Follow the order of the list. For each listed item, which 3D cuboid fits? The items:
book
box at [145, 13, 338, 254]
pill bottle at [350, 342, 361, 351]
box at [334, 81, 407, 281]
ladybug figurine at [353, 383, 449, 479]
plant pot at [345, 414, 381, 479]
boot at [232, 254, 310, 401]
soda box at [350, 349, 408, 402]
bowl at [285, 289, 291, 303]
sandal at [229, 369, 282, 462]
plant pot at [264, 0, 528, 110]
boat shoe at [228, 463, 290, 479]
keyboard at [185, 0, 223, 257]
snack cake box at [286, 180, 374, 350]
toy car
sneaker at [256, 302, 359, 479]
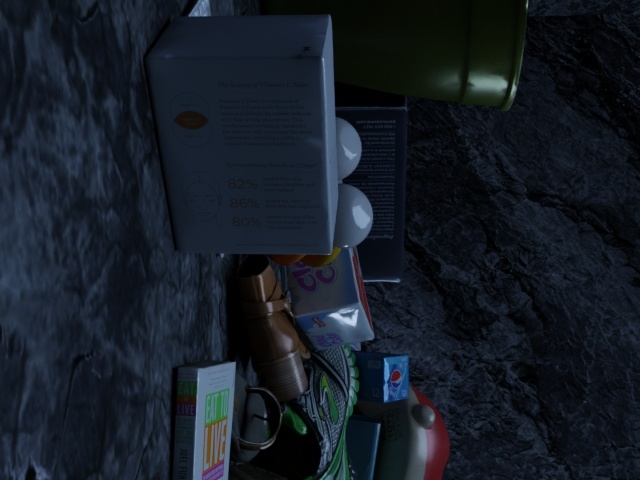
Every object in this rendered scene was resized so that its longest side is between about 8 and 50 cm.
[{"bbox_3d":[-0.103,0.178,0.689,0.096,0.035,0.144,28,64,-81],"label":"book"},{"bbox_3d":[-0.054,-0.083,0.642,0.091,0.130,0.171,-82,172,-56],"label":"box"},{"bbox_3d":[0.030,0.301,1.830,0.219,0.122,0.123,-84,172,-52],"label":"pill bottle"},{"bbox_3d":[0.051,-0.162,1.495,0.294,0.211,0.396,-86,173,-47],"label":"box"},{"bbox_3d":[0.105,0.424,1.532,0.449,0.161,0.305,130,-35,-48],"label":"ladybug figurine"},{"bbox_3d":[0.004,0.399,1.304,0.166,0.165,0.234,64,32,-80],"label":"plant pot"},{"bbox_3d":[-0.063,0.088,0.965,0.197,0.072,0.153,-148,-141,-74],"label":"boot"},{"bbox_3d":[0.030,0.204,1.244,0.071,0.210,0.067,3,87,-51],"label":"soda box"},{"bbox_3d":[-0.021,0.175,1.435,0.170,0.080,0.170,1,90,-85],"label":"bowl"},{"bbox_3d":[-0.073,0.184,0.865,0.219,0.060,0.090,82,10,-63],"label":"sandal"},{"bbox_3d":[0.102,-0.376,1.200,0.366,0.352,0.367,0,90,-85],"label":"plant pot"},{"bbox_3d":[-0.074,0.286,0.897,0.178,0.064,0.060,60,48,-73],"label":"boat shoe"},{"bbox_3d":[-0.102,-0.102,0.769,0.072,0.014,0.256,-85,173,-51],"label":"keyboard"},{"bbox_3d":[0.000,0.000,1.110,0.152,0.089,0.265,70,9,-64],"label":"snack cake box"},{"bbox_3d":[-0.037,-0.057,0.938,0.136,0.159,0.182,-3,82,-46],"label":"toy car"},{"bbox_3d":[-0.022,0.226,1.102,0.146,0.134,0.344,53,22,-48],"label":"sneaker"}]
